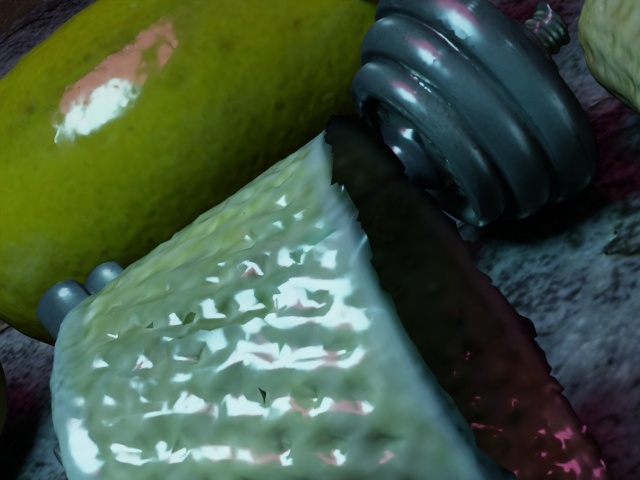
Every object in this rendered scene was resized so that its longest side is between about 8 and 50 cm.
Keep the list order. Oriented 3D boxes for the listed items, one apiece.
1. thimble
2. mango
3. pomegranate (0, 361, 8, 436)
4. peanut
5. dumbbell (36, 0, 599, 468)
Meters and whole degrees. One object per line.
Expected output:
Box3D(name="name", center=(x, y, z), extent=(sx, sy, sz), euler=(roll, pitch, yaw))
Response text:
Box3D(name="thimble", center=(0.022, 0.095, 0.626), extent=(0.150, 0.271, 0.271), euler=(-33, 28, 12))
Box3D(name="mango", center=(-0.078, -0.102, 1.056), extent=(0.445, 0.220, 0.301), euler=(-41, -5, 10))
Box3D(name="pomegranate", center=(-0.342, 0.130, 1.064), extent=(0.215, 0.215, 0.215), euler=(-29, 29, 18))
Box3D(name="peanut", center=(0.233, -0.103, 0.840), extent=(0.110, 0.120, 0.236), euler=(-62, 31, 16))
Box3D(name="dumbbell", center=(0.000, 0.000, 0.886), extent=(0.406, 0.179, 0.179), euler=(-43, 28, -7))
